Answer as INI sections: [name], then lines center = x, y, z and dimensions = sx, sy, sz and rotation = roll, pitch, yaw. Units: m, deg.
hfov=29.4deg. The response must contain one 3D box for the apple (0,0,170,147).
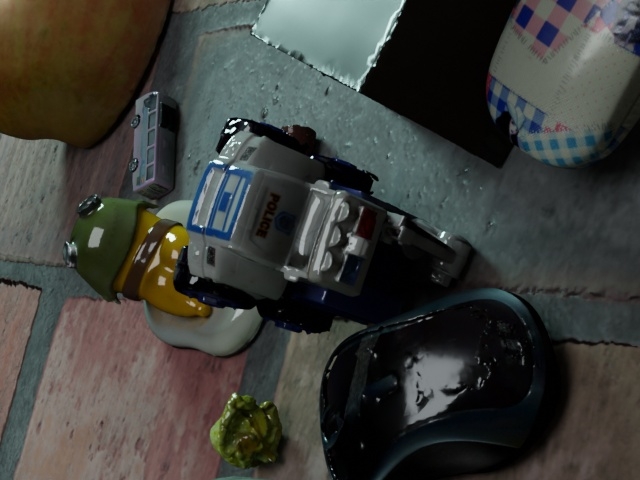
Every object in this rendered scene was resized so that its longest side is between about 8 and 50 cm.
[apple]
center = -0.345, -0.294, 1.593
dimensions = 0.252, 0.314, 0.309
rotation = 91, -173, -63

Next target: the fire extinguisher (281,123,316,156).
[fire extinguisher]
center = -0.033, -0.048, 1.209
dimensions = 0.056, 0.039, 0.132
rotation = 123, 156, -72

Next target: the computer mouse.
[computer mouse]
center = 0.075, 0.123, 0.950
dimensions = 0.233, 0.096, 0.137
rotation = -35, 49, 33

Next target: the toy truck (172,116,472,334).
[toy truck]
center = 0.000, 0.000, 1.008
dimensions = 0.177, 0.213, 0.161
rotation = 15, 85, 48

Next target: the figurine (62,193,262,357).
[figurine]
center = -0.169, 0.017, 1.256
dimensions = 0.250, 0.141, 0.167
rotation = 24, 89, 52

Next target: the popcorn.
[popcorn]
center = -0.071, 0.176, 1.116
dimensions = 0.068, 0.083, 0.060
rotation = -6, 47, 13

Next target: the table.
[table]
center = 0.082, -0.195, 1.040
dimensions = 0.193, 0.169, 0.172
rotation = 37, 101, 53

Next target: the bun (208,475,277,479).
[bun]
center = -0.072, 0.341, 0.938
dimensions = 0.354, 0.194, 0.355
rotation = -24, 57, 43

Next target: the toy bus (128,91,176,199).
[toy bus]
center = -0.195, -0.114, 1.435
dimensions = 0.052, 0.037, 0.131
rotation = -25, 55, 39

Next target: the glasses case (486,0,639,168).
[glasses case]
center = 0.228, -0.205, 0.881
dimensions = 0.125, 0.076, 0.327
rotation = 42, 114, 35
